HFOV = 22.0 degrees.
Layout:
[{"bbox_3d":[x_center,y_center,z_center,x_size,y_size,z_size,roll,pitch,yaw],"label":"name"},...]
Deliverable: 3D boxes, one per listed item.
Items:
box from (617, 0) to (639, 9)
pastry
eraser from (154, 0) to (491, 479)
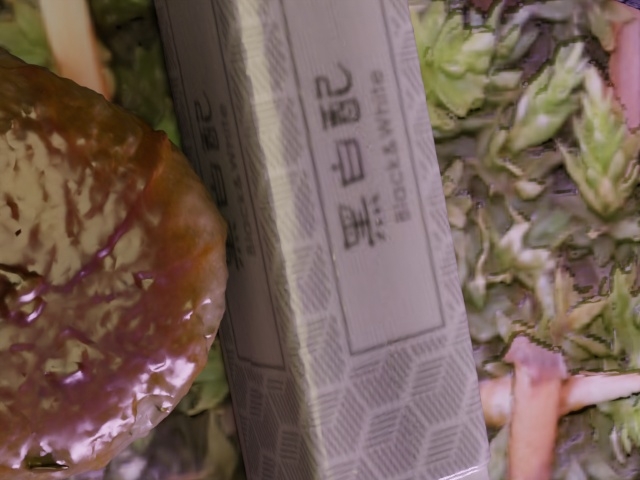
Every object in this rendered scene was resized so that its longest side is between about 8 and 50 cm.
[{"bbox_3d":[0.177,-0.177,0.812,0.310,0.198,0.084,16,85,-26],"label":"box"},{"bbox_3d":[-0.139,0.017,0.725,0.192,0.093,0.182,27,83,-25],"label":"pastry"},{"bbox_3d":[0.000,0.000,0.792,0.098,0.096,0.404,-15,98,-26],"label":"eraser"}]
